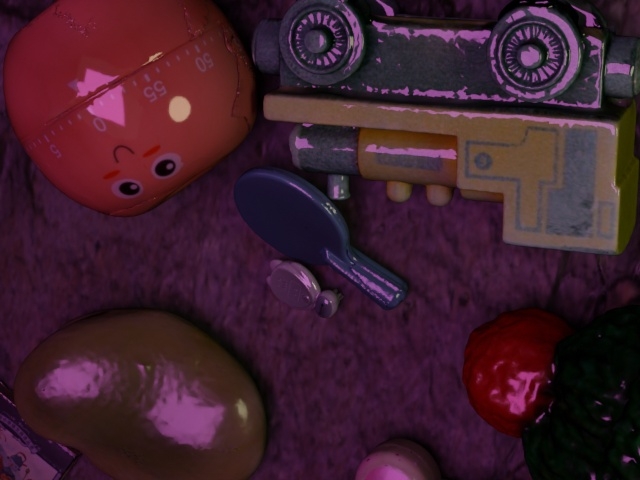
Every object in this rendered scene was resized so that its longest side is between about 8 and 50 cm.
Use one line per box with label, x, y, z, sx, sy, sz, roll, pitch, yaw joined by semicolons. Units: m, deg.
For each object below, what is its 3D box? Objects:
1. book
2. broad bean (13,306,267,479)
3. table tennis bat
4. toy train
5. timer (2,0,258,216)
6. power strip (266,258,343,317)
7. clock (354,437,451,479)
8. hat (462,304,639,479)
book;-0.382;0.269;1.756;0.157;0.026;0.231;38;110;8
broad bean;-0.177;0.163;1.632;0.263;0.121;0.189;24;102;-3
table tennis bat;0.000;0.000;1.551;0.201;0.033;0.124;36;149;-4
toy train;0.112;-0.120;1.459;0.369;0.150;0.237;6;108;19
timer;-0.178;-0.141;1.501;0.229;0.229;0.215;-33;100;21
power strip;-0.015;0.046;1.590;0.083;0.035;0.055;30;131;20
clock;0.116;0.371;1.564;0.309;0.114;0.284;40;111;9
hat;0.270;0.151;1.416;0.332;0.242;0.274;24;95;26
